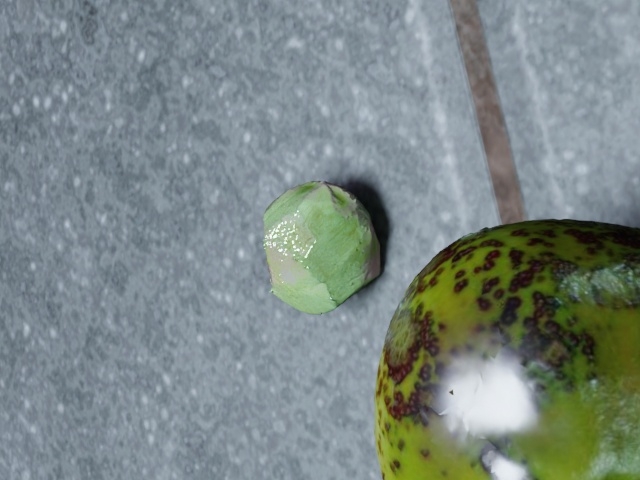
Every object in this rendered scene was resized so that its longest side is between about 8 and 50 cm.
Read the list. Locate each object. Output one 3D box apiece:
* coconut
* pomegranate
[{"bbox_3d":[0.000,0.000,1.152,0.083,0.081,0.082,34,153,26],"label":"coconut"},{"bbox_3d":[0.109,0.086,0.937,0.276,0.204,0.222,31,126,46],"label":"pomegranate"}]
